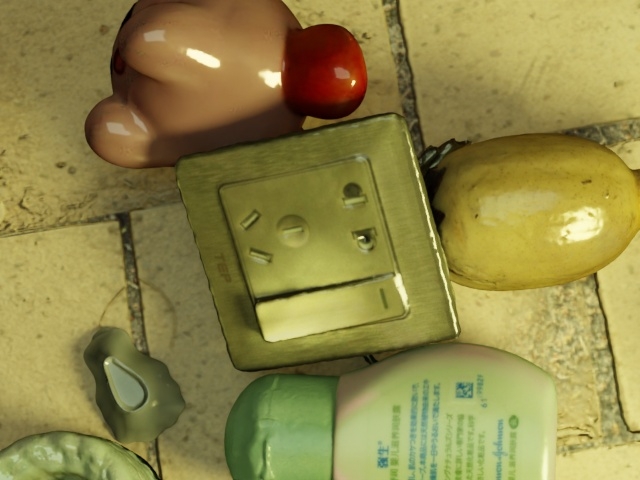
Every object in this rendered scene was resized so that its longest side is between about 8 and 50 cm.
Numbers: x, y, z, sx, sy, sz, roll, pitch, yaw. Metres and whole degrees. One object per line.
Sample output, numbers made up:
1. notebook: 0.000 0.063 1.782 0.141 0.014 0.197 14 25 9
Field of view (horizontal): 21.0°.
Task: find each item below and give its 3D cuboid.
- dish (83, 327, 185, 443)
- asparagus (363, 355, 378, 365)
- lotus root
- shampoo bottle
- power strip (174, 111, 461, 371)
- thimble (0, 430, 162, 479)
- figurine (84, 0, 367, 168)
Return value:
1. dish: -0.215 0.157 1.911 0.091 0.039 0.137 -33 82 0
2. asparagus: 0.035 0.112 1.905 0.016 0.016 0.163 -45 82 8
3. lotus root: 0.251 -0.036 1.820 0.310 0.183 0.183 -7 81 4
4. shampoo bottle: 0.072 0.217 1.818 0.349 0.151 0.222 1 93 5
5. power strip: 0.001 0.001 1.806 0.257 0.092 0.251 -10 102 14
6. thimble: -0.275 0.316 1.832 0.237 0.150 0.237 -3 76 14
7. figurine: -0.103 -0.179 1.866 0.261 0.270 0.211 17 42 -11
